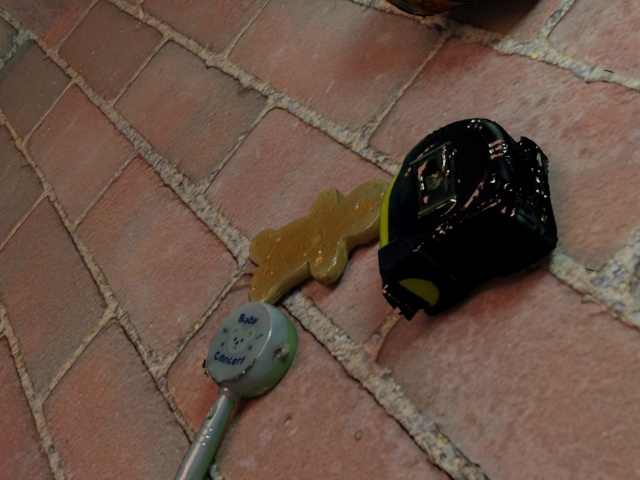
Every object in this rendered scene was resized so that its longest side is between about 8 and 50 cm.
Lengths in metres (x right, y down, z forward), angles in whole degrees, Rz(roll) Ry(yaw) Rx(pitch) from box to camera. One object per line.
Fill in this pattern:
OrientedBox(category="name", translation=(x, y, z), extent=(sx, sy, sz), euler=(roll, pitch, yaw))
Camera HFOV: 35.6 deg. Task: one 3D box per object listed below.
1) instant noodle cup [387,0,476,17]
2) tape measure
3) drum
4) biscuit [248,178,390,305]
OrientedBox(category="instant noodle cup", translation=(0.168, -0.394, 1.252), extent=(0.182, 0.230, 0.230), euler=(-15, 47, 55))
OrientedBox(category="tape measure", translation=(0.140, -0.035, 1.028), extent=(0.199, 0.112, 0.186), euler=(-29, 37, 28))
OrientedBox(category="drum", translation=(-0.122, 0.185, 1.181), extent=(0.253, 0.049, 0.130), euler=(-55, 34, -6))
OrientedBox(category="biscuit", translation=(0.000, 0.000, 1.230), extent=(0.234, 0.030, 0.153), euler=(-32, 39, 27))
